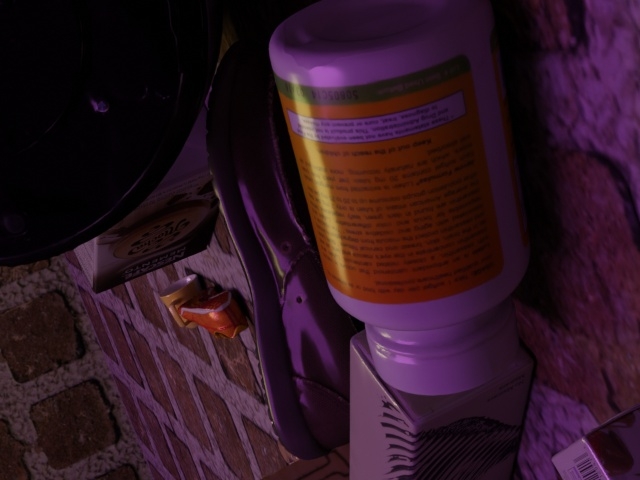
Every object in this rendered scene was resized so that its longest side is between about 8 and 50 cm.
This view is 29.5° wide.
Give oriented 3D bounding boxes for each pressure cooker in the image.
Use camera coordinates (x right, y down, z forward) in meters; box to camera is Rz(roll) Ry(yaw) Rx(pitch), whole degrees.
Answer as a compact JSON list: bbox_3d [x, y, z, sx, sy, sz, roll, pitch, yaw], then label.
[{"bbox_3d":[-0.268,-0.188,1.057,0.420,0.369,0.376,-94,-11,-75],"label":"pressure cooker"}]

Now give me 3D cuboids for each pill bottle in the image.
[{"bbox_3d":[0.059,-0.029,0.776,0.136,0.136,0.246,37,146,56],"label":"pill bottle"}]

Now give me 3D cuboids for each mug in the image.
[{"bbox_3d":[-0.195,0.095,1.749,0.062,0.078,0.064,-12,111,50],"label":"mug"}]

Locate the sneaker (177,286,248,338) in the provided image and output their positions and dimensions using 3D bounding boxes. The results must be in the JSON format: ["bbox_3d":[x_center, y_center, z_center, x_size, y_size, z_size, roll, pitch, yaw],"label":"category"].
[{"bbox_3d":[-0.147,0.103,1.640,0.067,0.064,0.175,60,166,-13],"label":"sneaker"}]

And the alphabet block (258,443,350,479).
[{"bbox_3d":[0.018,0.359,1.280,0.197,0.193,0.192,42,149,52],"label":"alphabet block"}]

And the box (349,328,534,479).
[{"bbox_3d":[0.089,0.166,0.978,0.094,0.113,0.275,51,158,35],"label":"box"}]

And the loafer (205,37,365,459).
[{"bbox_3d":[0.000,0.000,1.054,0.134,0.130,0.366,-29,-73,-75],"label":"loafer"}]

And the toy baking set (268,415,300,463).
[{"bbox_3d":[-0.023,0.290,1.569,0.197,0.030,0.256,60,161,19],"label":"toy baking set"}]

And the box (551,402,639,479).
[{"bbox_3d":[0.248,0.248,0.706,0.324,0.063,0.067,61,163,16],"label":"box"}]

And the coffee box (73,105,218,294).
[{"bbox_3d":[-0.220,-0.056,1.479,0.119,0.168,0.297,62,162,13],"label":"coffee box"}]
